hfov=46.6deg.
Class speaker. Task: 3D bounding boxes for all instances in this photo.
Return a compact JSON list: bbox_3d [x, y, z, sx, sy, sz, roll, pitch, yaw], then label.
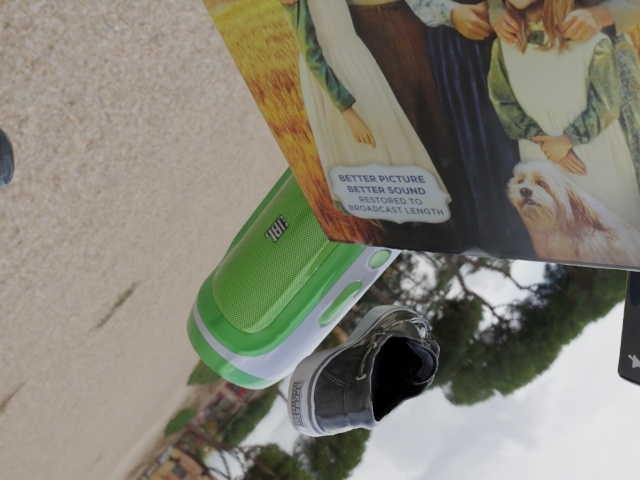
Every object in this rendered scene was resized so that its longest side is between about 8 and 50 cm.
[{"bbox_3d":[0.000,0.000,0.683,0.296,0.131,0.131,-51,179,21],"label":"speaker"}]

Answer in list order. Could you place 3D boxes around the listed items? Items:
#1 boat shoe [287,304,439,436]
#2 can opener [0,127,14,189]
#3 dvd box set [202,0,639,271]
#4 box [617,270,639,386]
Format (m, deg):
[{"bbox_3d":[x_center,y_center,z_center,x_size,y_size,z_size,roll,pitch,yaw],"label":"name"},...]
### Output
[{"bbox_3d":[0.058,0.101,0.608,0.076,0.080,0.228,-3,-178,28],"label":"boat shoe"},{"bbox_3d":[-0.329,-0.048,0.439,0.280,0.093,0.074,-8,156,1],"label":"can opener"},{"bbox_3d":[0.046,-0.163,0.348,0.308,0.420,0.062,6,-135,42],"label":"dvd box set"},{"bbox_3d":[0.422,-0.022,0.614,0.294,0.296,0.183,-14,-158,-29],"label":"box"}]
